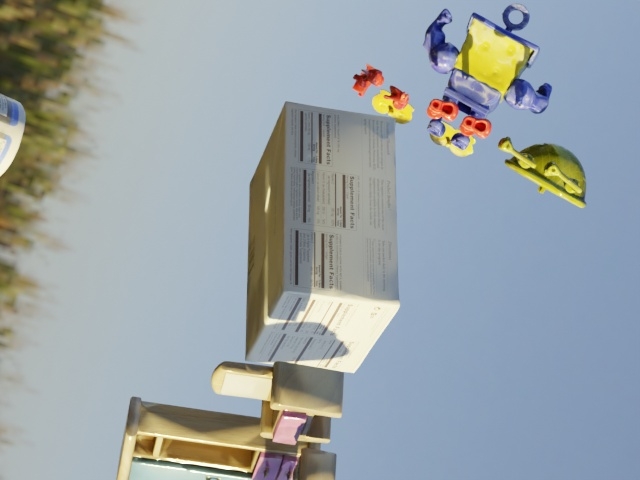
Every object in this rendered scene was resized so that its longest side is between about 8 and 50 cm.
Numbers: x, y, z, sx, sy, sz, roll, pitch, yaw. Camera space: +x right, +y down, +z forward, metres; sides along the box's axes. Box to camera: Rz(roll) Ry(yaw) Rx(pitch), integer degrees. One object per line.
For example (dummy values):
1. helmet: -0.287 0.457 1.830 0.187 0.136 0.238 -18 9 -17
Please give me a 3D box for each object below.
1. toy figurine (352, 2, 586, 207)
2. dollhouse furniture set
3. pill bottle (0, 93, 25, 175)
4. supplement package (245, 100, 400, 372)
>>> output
1. toy figurine: 0.250 -0.223 2.217 0.217 0.363 0.191 -61 172 -6
2. dollhouse furniture set: -0.106 0.309 1.584 0.286 0.198 0.303 109 -13 -57
3. pill bottle: -0.332 -0.108 1.396 0.078 0.137 0.078 -32 -134 41
4. supplement package: 0.000 0.000 1.994 0.204 0.145 0.261 118 -24 -58
